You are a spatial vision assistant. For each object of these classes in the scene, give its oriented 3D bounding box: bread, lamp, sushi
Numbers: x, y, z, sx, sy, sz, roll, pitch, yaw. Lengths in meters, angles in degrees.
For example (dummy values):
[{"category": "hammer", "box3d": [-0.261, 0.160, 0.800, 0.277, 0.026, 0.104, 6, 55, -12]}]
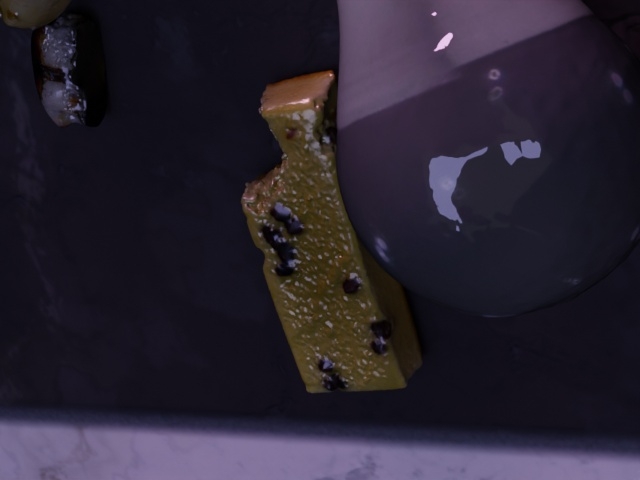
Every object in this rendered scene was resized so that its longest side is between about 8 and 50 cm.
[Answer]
[{"category": "bread", "box3d": [0.000, 0.000, 1.007, 0.088, 0.049, 0.226, -4, 118, 30]}, {"category": "lamp", "box3d": [0.089, -0.114, 0.826, 0.182, 0.182, 0.313, -3, 101, 29]}, {"category": "sushi", "box3d": [-0.177, -0.114, 1.024, 0.046, 0.044, 0.083, 11, 124, 19]}]

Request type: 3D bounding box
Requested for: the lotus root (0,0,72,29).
[{"category": "lotus root", "box3d": [-0.173, -0.209, 0.936, 0.090, 0.077, 0.183, 29, 133, -2]}]
